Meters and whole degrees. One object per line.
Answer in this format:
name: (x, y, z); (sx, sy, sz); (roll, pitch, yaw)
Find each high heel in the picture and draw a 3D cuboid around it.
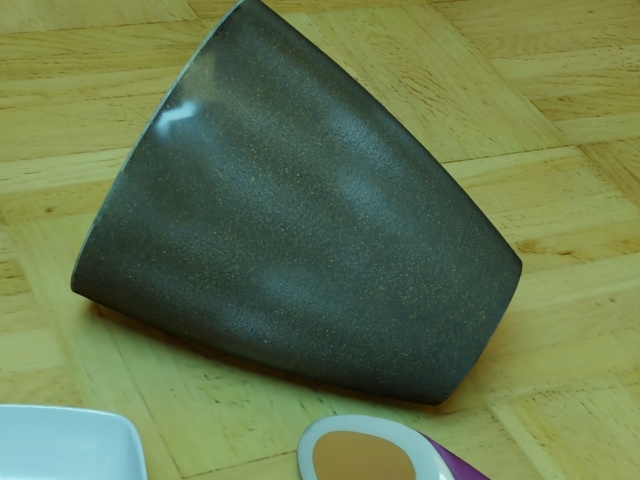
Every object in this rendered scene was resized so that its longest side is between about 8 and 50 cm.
high heel: (0.099, 0.169, 0.723); (0.244, 0.082, 0.117); (20, -5, 35)

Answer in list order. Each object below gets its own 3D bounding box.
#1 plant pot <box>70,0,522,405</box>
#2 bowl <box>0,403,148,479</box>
plant pot: (0.000, 0.000, 0.806); (0.230, 0.215, 0.215); (32, 38, -1)
bowl: (-0.161, 0.150, 0.661); (0.142, 0.053, 0.142); (3, 39, -13)
